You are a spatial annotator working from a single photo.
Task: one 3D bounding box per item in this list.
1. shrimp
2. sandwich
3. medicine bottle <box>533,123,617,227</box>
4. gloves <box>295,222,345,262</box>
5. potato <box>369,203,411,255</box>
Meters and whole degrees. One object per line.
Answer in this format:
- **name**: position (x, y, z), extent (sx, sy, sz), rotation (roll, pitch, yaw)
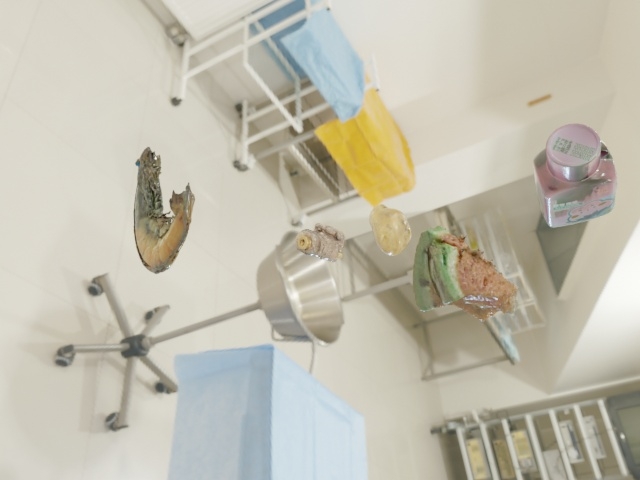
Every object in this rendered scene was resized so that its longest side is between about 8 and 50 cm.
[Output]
- **shrimp**: position (-0.325, -0.083, 1.231), extent (0.054, 0.222, 0.291), rotation (6, 65, -39)
- **sandwich**: position (0.379, 0.121, 1.603), extent (0.162, 0.301, 0.251), rotation (-28, 130, -53)
- **medicine bottle**: position (0.421, -0.108, 0.995), extent (0.188, 0.119, 0.095), rotation (49, 29, -57)
- **gloves**: position (0.003, 0.002, 1.583), extent (0.144, 0.110, 0.094), rotation (-14, 118, -64)
- **potato**: position (0.100, -0.018, 0.881), extent (0.083, 0.062, 0.068), rotation (45, -37, 44)
